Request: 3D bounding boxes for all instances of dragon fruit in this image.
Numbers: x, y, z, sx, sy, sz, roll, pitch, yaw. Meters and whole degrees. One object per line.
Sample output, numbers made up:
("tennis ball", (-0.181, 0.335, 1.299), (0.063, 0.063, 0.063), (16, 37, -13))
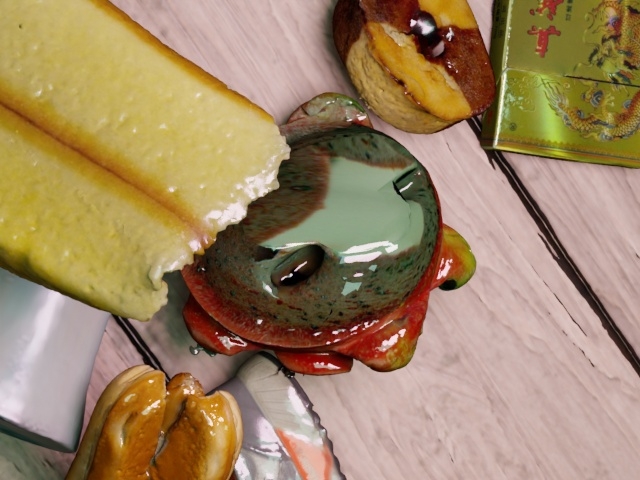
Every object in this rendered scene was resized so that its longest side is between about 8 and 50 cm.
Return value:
("dragon fruit", (0.000, 0.000, 1.583), (0.295, 0.130, 0.268), (-4, 55, -8))

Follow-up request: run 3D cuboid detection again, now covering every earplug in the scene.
("earplug", (-0.246, 0.005, 1.530), (0.185, 0.185, 0.324), (23, 77, -17))

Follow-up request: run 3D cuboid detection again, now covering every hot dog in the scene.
("hot dog", (-0.166, 0.243, 1.526), (0.135, 0.100, 0.337), (15, 124, -10))

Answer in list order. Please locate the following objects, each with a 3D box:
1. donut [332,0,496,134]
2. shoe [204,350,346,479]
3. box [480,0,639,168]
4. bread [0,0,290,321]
("donut", (0.084, -0.183, 1.642), (0.166, 0.073, 0.184), (-17, 76, -47))
("shoe", (-0.043, 0.283, 1.616), (0.171, 0.132, 0.336), (-26, 97, -11))
("box", (0.260, -0.235, 1.743), (0.173, 0.043, 0.311), (7, 89, -19))
("bread", (-0.210, -0.071, 1.423), (0.361, 0.245, 0.233), (35, 80, 10))
